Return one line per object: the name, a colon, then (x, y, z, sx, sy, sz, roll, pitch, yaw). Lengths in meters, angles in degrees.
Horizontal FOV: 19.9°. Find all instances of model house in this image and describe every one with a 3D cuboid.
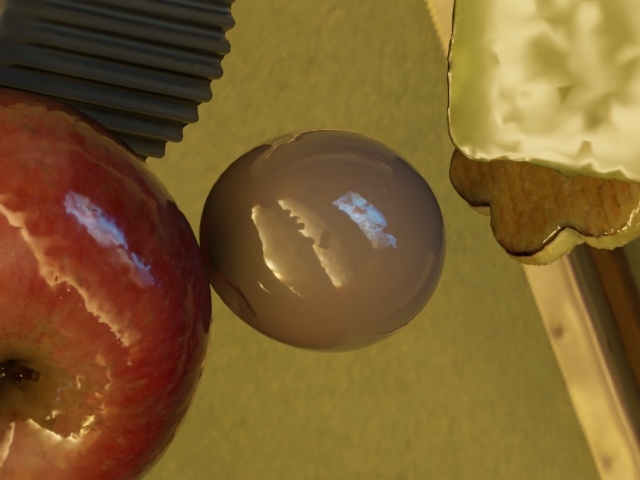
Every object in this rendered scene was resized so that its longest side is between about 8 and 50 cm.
model house: (0.162, -0.140, 0.711, 0.195, 0.189, 0.214, 6, 107, 17)

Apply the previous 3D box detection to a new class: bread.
bread: (0.197, -0.093, 1.530, 0.207, 0.286, 0.056, -32, 135, 33)

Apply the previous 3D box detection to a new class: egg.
egg: (0.000, 0.000, 1.423, 0.176, 0.232, 0.176, -1, 87, 30)

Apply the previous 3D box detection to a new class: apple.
apple: (-0.236, 0.046, 1.300, 0.345, 0.269, 0.345, -8, 124, -12)

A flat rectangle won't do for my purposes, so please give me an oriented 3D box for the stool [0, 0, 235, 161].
stool: (-0.272, -0.205, 1.512, 0.297, 0.330, 0.297, 0, 89, 24)
